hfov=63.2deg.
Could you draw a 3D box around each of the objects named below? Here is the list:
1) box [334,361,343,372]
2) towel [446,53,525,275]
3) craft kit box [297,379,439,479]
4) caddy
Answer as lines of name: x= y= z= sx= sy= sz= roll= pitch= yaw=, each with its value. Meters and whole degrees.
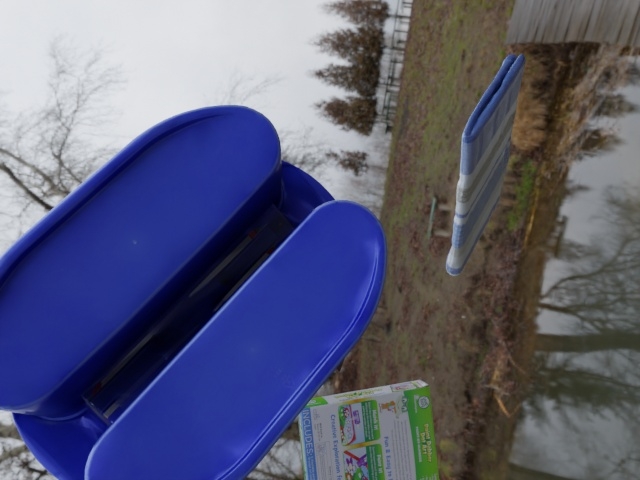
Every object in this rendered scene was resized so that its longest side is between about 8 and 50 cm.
box: x=-0.023 y=0.178 z=1.237 sx=0.168 sy=0.167 sz=0.203 roll=54 pitch=-132 yaw=-40
towel: x=0.237 y=-0.101 z=0.770 sx=0.209 sy=0.034 sz=0.285 roll=-54 pitch=-29 yaw=-30
craft kit box: x=0.090 y=0.399 z=0.945 sx=0.061 sy=0.246 sz=0.250 roll=171 pitch=94 yaw=-80
caddy: x=-0.104 y=0.056 z=0.439 sx=0.341 sy=0.241 sz=0.179 roll=-47 pitch=-2 yaw=-18
